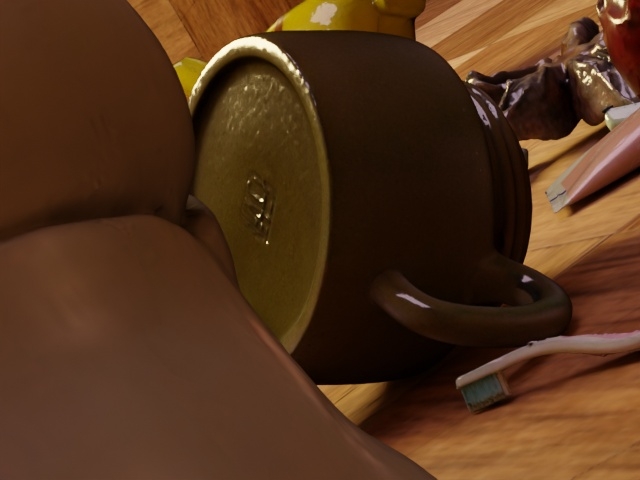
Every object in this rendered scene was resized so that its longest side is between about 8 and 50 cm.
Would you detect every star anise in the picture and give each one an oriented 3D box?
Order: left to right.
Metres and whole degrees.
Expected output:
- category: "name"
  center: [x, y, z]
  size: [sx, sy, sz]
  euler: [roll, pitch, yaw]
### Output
- category: "star anise"
  center: [0.195, -0.119, 1.352]
  size: [0.208, 0.063, 0.172]
  euler: [-27, 16, -34]

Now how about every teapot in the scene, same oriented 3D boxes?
- category: "teapot"
  center: [0.040, -0.012, 0.999]
  size: [0.175, 0.185, 0.268]
  euler: [-3, 27, -29]

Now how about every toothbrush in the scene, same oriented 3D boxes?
- category: "toothbrush"
  center: [0.139, 0.037, 0.818]
  size: [0.204, 0.022, 0.017]
  euler: [-24, -5, 36]

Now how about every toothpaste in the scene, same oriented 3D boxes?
- category: "toothpaste"
  center: [0.221, -0.079, 1.169]
  size: [0.194, 0.043, 0.067]
  euler: [-35, 10, 9]

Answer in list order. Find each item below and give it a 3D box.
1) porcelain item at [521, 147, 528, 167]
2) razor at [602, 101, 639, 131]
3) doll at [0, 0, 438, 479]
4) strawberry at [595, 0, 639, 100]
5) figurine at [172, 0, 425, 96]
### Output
- category: "porcelain item"
  center: [0.122, -0.045, 1.337]
  size: [0.036, 0.028, 0.083]
  euler: [-5, 20, 32]
- category: "razor"
  center: [0.269, -0.116, 1.211]
  size: [0.191, 0.037, 0.068]
  euler: [-32, -34, 10]
- category: "doll"
  center: [-0.096, 0.059, 0.539]
  size: [0.215, 0.370, 0.226]
  euler: [-31, -13, 16]
- category: "strawberry"
  center: [0.267, -0.231, 1.031]
  size: [0.310, 0.291, 0.292]
  euler: [-27, 9, 11]
- category: "figurine"
  center: [-0.027, -0.129, 1.900]
  size: [0.169, 0.218, 0.327]
  euler: [12, -27, -32]
